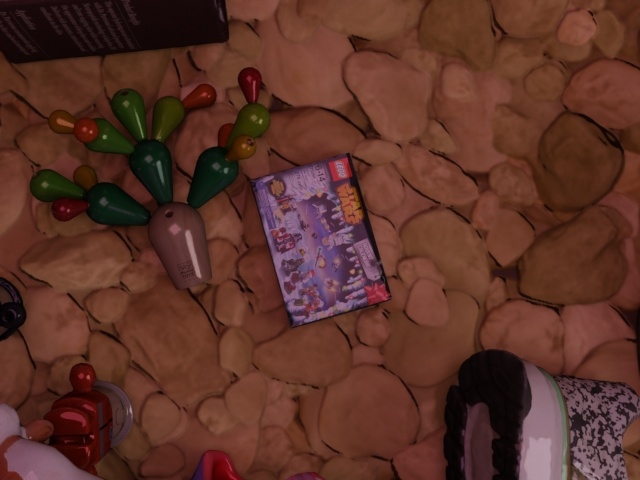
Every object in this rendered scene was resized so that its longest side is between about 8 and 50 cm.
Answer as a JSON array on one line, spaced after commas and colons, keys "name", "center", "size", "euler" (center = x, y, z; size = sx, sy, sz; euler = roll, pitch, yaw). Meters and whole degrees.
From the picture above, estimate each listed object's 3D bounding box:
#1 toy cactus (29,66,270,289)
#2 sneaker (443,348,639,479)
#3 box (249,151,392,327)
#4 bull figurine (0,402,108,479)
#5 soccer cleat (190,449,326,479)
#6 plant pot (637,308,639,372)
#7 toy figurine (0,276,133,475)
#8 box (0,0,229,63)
[{"name": "toy cactus", "center": [-0.134, -0.048, 0.963], "size": [0.218, 0.112, 0.181], "euler": [-20, 95, -11]}, {"name": "sneaker", "center": [0.214, 0.294, 0.921], "size": [0.182, 0.158, 0.411], "euler": [0, 90, -19]}, {"name": "box", "center": [0.000, 0.000, 0.989], "size": [0.093, 0.027, 0.137], "euler": [-16, 85, -4]}, {"name": "bull figurine", "center": [-0.162, 0.244, 0.801], "size": [0.310, 0.101, 0.188], "euler": [24, 104, -1]}, {"name": "soccer cleat", "center": [0.016, 0.244, 0.875], "size": [0.318, 0.108, 0.117], "euler": [4, 81, 33]}, {"name": "plant pot", "center": [0.446, 0.079, 0.868], "size": [0.323, 0.280, 0.323], "euler": [0, 84, -2]}, {"name": "toy figurine", "center": [-0.284, 0.153, 0.917], "size": [0.213, 0.148, 0.209], "euler": [41, 91, 0]}, {"name": "box", "center": [-0.189, -0.257, 0.937], "size": [0.203, 0.168, 0.167], "euler": [-6, 84, -2]}]
